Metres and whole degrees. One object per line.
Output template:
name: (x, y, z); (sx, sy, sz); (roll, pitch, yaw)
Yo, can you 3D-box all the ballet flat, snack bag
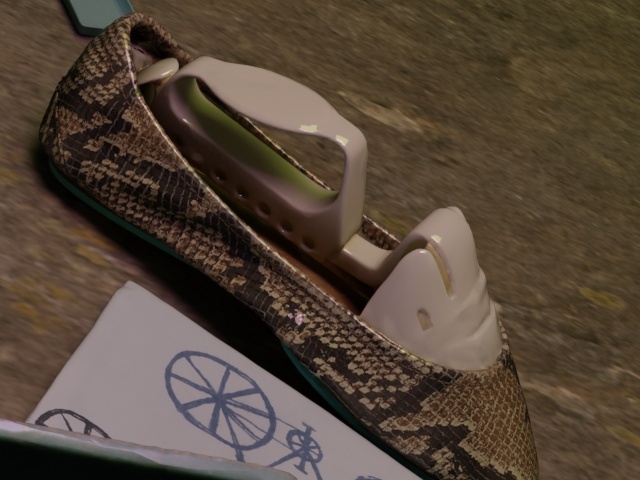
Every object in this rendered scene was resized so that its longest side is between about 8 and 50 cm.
ballet flat: (0.000, 0.000, 1.374); (0.483, 0.182, 0.164); (39, 32, 8)
snack bag: (-0.055, 0.197, 1.194); (0.323, 0.037, 0.342); (35, 30, -3)

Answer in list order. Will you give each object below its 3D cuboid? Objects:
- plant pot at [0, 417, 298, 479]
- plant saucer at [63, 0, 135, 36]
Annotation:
plant pot: (-0.165, 0.249, 0.830); (0.247, 0.252, 0.248); (15, 51, -27)
plant saucer: (-0.220, -0.246, 1.652); (0.067, 0.018, 0.192); (4, 44, -37)
